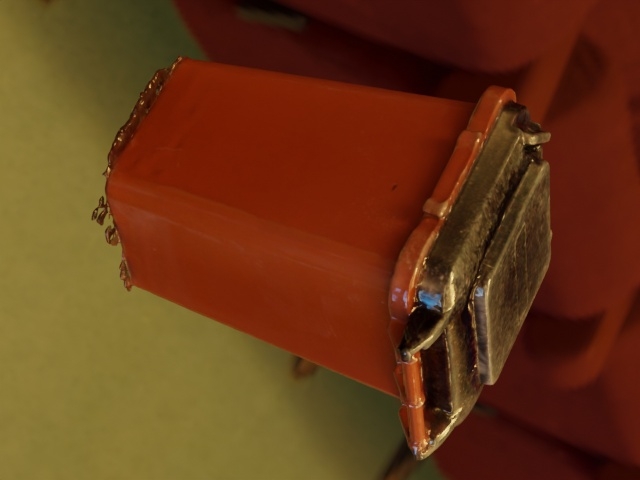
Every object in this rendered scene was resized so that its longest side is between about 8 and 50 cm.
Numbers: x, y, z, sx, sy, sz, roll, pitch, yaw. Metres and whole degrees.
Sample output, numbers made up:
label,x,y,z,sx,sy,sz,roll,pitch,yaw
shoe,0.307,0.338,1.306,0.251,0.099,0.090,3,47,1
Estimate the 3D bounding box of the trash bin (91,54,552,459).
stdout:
label,x,y,z,sx,sy,sz,roll,pitch,yaw
trash bin,0.000,0.000,1.120,0.161,0.239,0.184,80,30,-52
